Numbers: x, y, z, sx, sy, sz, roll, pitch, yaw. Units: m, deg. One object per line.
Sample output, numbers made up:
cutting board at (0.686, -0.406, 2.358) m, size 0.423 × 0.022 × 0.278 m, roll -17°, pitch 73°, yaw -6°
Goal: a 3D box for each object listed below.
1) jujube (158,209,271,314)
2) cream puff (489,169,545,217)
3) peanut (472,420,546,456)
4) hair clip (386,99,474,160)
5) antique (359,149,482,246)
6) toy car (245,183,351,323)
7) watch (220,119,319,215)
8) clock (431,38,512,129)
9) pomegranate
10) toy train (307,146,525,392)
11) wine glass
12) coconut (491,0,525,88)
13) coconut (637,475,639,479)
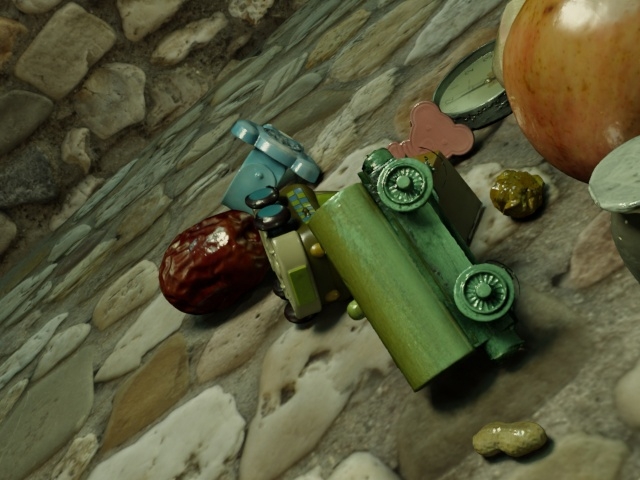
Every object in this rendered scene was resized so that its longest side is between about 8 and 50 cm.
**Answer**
jujube at (-0.205, 0.041, 1.363) m, size 0.243 × 0.183 × 0.183 m, roll -38°, pitch 24°, yaw 38°
cream puff at (0.275, -0.063, 1.008) m, size 0.083 × 0.083 × 0.058 m, roll -113°, pitch 31°, yaw -50°
peanut at (0.194, 0.205, 0.745) m, size 0.083 × 0.037 × 0.037 m, roll -22°, pitch 33°, yaw 45°
hair clip at (0.175, -0.154, 1.222) m, size 0.138 × 0.123 × 0.102 m, roll -46°, pitch -2°, yaw -17°
antique at (0.127, -0.034, 1.060) m, size 0.146 × 0.148 × 0.152 m, roll -9°, pitch 44°, yaw 46°
toy car at (0.000, 0.000, 1.184) m, size 0.198 × 0.204 × 0.248 m, roll -21°, pitch 27°, yaw -8°
watch at (-0.128, -0.140, 1.564) m, size 0.193 × 0.210 × 0.211 m, roll -56°, pitch 24°, yaw 14°
clock at (0.305, -0.289, 1.302) m, size 0.226 × 0.049 × 0.226 m, roll -31°, pitch 29°, yaw 19°
pomegranate at (0.371, -0.179, 0.784) m, size 0.338 × 0.338 × 0.338 m, roll -32°, pitch 28°, yaw 20°
toy train at (0.110, 0.030, 0.869) m, size 0.189 × 0.308 × 0.126 m, roll -31°, pitch -17°, yaw -4°
wine glass at (0.335, -0.001, 0.663) m, size 0.111 × 0.204 × 0.111 m, roll -34°, pitch 28°, yaw 21°
coconut at (0.358, -0.281, 1.040) m, size 0.234 × 0.224 × 0.224 m, roll -4°, pitch 46°, yaw 56°
coconut at (0.300, 0.208, 0.315) m, size 0.297 × 0.297 × 0.255 m, roll -26°, pitch 17°, yaw 30°
